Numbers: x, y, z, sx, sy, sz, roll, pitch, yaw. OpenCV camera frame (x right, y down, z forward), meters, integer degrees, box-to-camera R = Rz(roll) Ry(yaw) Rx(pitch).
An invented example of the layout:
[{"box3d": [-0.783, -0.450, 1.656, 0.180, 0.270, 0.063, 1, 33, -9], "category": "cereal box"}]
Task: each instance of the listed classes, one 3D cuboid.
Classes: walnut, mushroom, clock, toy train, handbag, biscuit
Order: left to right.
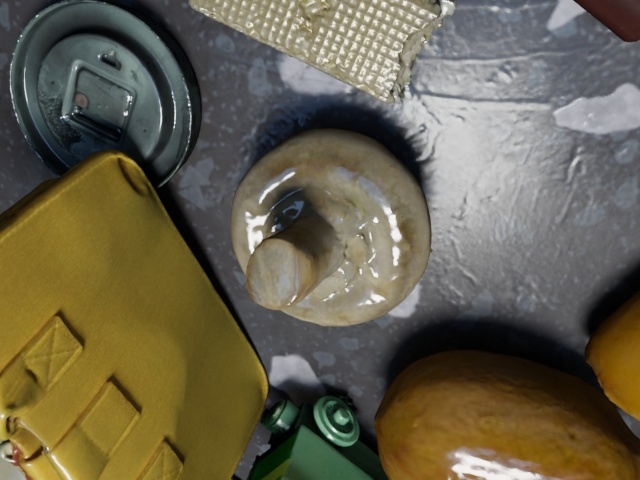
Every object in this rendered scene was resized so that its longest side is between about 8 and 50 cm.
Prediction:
[{"box3d": [-0.235, -0.153, 0.639, 0.215, 0.042, 0.215, 5, 115, 11], "category": "clock"}, {"box3d": [-0.217, 0.135, 0.608, 0.133, 0.283, 0.401, -12, 120, 21], "category": "handbag"}, {"box3d": [-0.003, -0.224, 0.543, 0.239, 0.062, 0.108, 26, 117, 0], "category": "biscuit"}, {"box3d": [0.000, 0.000, 0.559, 0.207, 0.215, 0.207, 6, 110, 17], "category": "mushroom"}, {"box3d": [0.039, 0.327, 0.704, 0.301, 0.202, 0.120, 40, 120, -7], "category": "toy train"}, {"box3d": [0.205, 0.225, 0.623, 0.298, 0.203, 0.203, 3, 114, 20], "category": "walnut"}]

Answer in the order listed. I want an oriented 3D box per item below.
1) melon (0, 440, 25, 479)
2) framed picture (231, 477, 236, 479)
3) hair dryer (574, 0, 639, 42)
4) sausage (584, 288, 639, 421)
[{"box3d": [-0.371, 0.309, 0.777, 0.223, 0.223, 0.317, 24, 121, 1], "category": "melon"}, {"box3d": [-0.093, 0.507, 0.915, 0.296, 0.019, 0.232, 38, 116, -5], "category": "framed picture"}, {"box3d": [0.224, -0.367, 0.425, 0.312, 0.123, 0.340, 29, 106, -13], "category": "hair dryer"}, {"box3d": [0.409, 0.034, 0.525, 0.116, 0.134, 0.354, 35, 117, -8], "category": "sausage"}]
